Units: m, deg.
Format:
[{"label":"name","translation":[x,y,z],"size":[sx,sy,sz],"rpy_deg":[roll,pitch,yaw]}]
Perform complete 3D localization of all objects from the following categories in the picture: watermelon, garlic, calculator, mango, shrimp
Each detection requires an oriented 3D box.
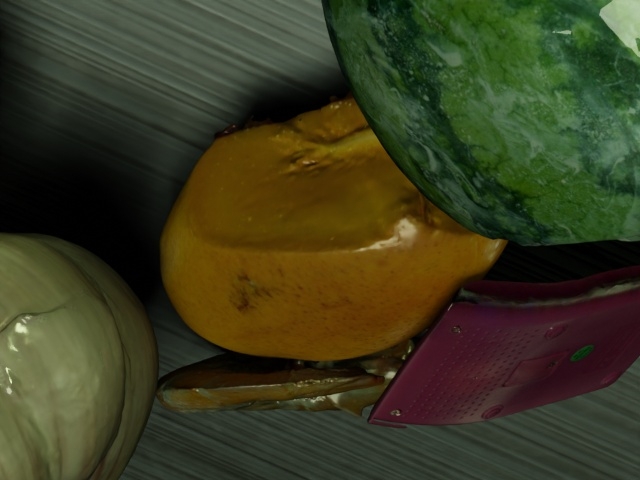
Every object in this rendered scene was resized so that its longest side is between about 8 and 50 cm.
[{"label":"watermelon","translation":[0.093,-0.114,0.711],"size":[0.305,0.180,0.224],"rpy_deg":[-1,102,50]},{"label":"garlic","translation":[-0.240,0.107,0.993],"size":[0.322,0.322,0.241],"rpy_deg":[-26,122,30]},{"label":"calculator","translation":[0.129,0.062,0.961],"size":[0.190,0.034,0.126],"rpy_deg":[-6,144,-30]},{"label":"mango","translation":[0.000,0.000,0.960],"size":[0.154,0.126,0.252],"rpy_deg":[31,140,-34]},{"label":"shrimp","translation":[-0.012,0.094,1.039],"size":[0.187,0.132,0.051],"rpy_deg":[-6,98,4]}]
